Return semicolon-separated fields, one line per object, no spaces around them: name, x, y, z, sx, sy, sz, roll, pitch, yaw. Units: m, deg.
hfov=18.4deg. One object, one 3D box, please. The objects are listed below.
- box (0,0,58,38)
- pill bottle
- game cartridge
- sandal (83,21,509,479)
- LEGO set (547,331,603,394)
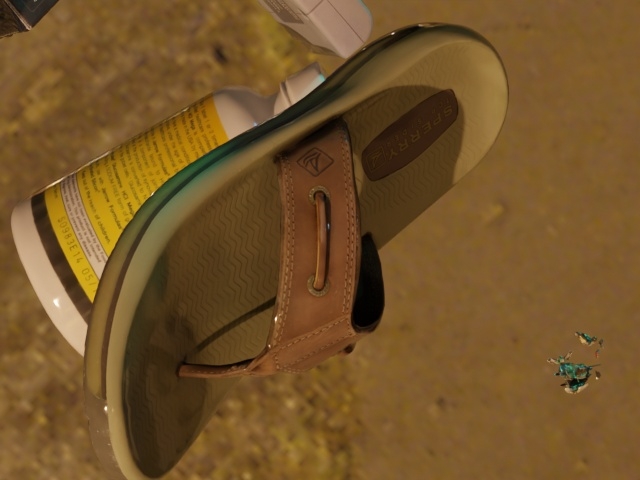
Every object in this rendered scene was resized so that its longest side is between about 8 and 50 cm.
box;-0.234;-0.231;1.480;0.156;0.093;0.158;-4;41;53
pill bottle;-0.113;-0.032;1.912;0.334;0.188;0.188;-29;32;7
game cartridge;-0.074;-0.297;1.902;0.062;0.297;0.198;-47;15;-8
sandal;0.001;-0.002;0.944;0.086;0.120;0.303;26;58;37
LEGO set;0.262;0.129;2.005;0.054;0.023;0.083;32;50;26
